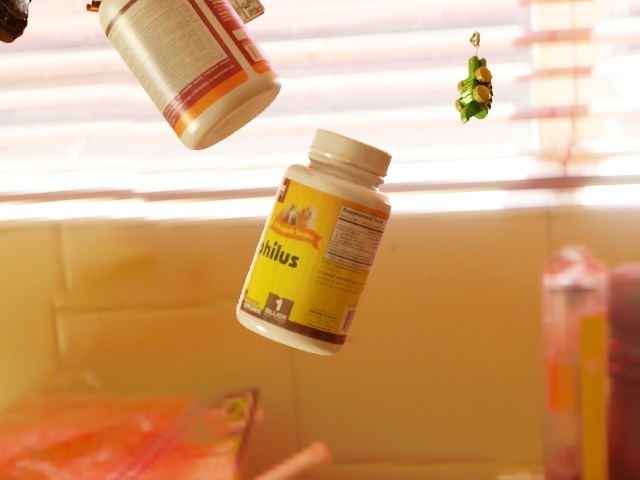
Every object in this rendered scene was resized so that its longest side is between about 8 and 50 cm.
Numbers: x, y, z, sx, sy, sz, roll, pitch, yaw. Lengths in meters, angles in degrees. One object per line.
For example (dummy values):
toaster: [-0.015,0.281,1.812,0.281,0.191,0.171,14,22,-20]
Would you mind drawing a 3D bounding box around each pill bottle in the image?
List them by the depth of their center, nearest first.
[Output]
pill bottle: [-0.145,-0.210,1.514,0.121,0.221,0.121,-35,-6,-4]
pill bottle: [0.000,0.000,1.540,0.117,0.215,0.117,19,2,-1]

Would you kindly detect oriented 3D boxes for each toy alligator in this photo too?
toy alligator: [0.257,-0.255,2.434,0.051,0.190,0.056,30,-39,-25]

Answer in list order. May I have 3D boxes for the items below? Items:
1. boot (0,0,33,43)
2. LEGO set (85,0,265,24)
boot: [-0.331,-0.316,1.658,0.094,0.207,0.246,20,-7,-3]
LEGO set: [-0.207,-0.324,1.877,0.182,0.244,0.060,-32,-16,-11]
